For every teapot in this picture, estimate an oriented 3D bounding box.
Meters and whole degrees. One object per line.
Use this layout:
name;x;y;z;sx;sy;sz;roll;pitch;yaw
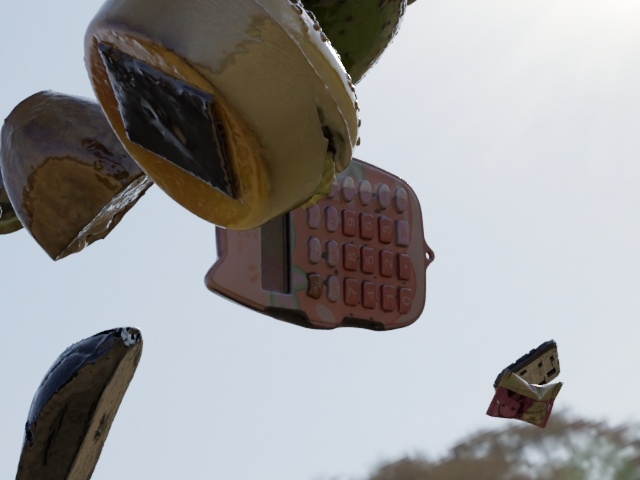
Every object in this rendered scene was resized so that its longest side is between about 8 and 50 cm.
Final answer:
teapot;-0.455;-0.058;2.389;0.119;0.166;0.130;-27;-57;1

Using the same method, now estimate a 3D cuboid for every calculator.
calculator;0.000;0.000;1.937;0.329;0.220;0.048;10;-21;-32

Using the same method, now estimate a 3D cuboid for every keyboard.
keyboard;0.290;0.188;2.306;0.106;0.016;0.262;-34;-16;0

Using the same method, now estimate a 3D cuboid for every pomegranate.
pomegranate;0.014;-0.327;2.115;0.340;0.285;0.285;-18;-15;-38

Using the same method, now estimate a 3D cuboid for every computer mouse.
computer mouse;-0.243;0.171;1.598;0.217;0.073;0.122;-67;-11;12

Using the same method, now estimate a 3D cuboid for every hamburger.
hamburger;-0.092;-0.155;1.611;0.176;0.300;0.300;-41;-6;-24

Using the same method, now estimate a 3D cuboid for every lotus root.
lotus root;-0.294;-0.100;2.014;0.188;0.180;0.199;-45;-4;20

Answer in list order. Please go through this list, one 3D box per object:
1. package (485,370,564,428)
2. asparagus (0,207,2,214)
package;0.230;0.178;1.851;0.083;0.029;0.059;14;-74;-25
asparagus;-0.394;0.098;1.359;0.382;0.128;0.108;-60;3;8
